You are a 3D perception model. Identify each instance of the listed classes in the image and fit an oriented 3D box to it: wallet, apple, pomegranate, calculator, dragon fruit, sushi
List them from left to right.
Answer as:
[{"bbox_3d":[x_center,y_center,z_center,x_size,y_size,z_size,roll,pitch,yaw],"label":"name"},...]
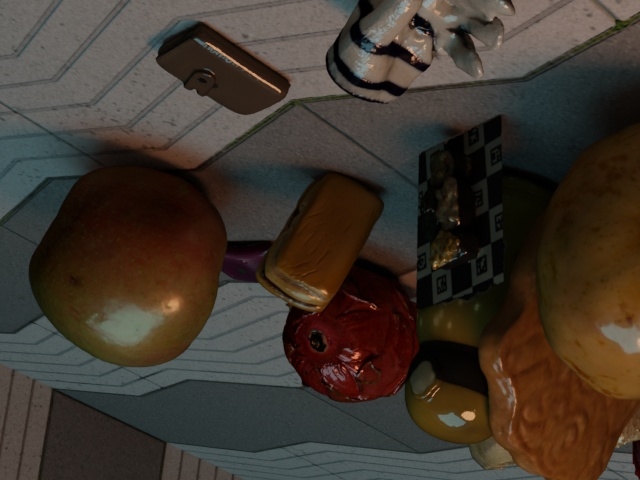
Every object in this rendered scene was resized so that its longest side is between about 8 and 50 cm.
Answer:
[{"bbox_3d":[-0.301,0.034,2.045,0.277,0.319,0.319,20,158,-12],"label":"apple"},{"bbox_3d":[-0.127,-0.213,1.688,0.153,0.038,0.118,29,154,-28],"label":"wallet"},{"bbox_3d":[-0.119,0.043,2.294,0.191,0.034,0.127,0,154,39],"label":"calculator"},{"bbox_3d":[0.057,0.154,2.163,0.241,0.252,0.240,15,124,24],"label":"dragon fruit"},{"bbox_3d":[0.152,-0.035,1.654,0.051,0.215,0.192,9,163,-27],"label":"sushi"},{"bbox_3d":[0.401,0.022,1.498,0.343,0.342,0.342,15,158,6],"label":"pomegranate"}]

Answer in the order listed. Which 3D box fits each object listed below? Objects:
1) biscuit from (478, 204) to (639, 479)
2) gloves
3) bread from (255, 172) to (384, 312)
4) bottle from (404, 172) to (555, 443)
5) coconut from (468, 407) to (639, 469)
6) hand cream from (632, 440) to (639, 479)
[{"bbox_3d":[0.344,0.130,1.712,0.062,0.365,0.385,16,155,42],"label":"biscuit"},{"bbox_3d":[0.108,-0.233,1.383,0.140,0.131,0.219,32,124,-24],"label":"gloves"},{"bbox_3d":[0.000,0.000,1.881,0.116,0.200,0.077,31,159,0],"label":"bread"},{"bbox_3d":[0.213,0.096,1.740,0.172,0.351,0.171,16,159,6],"label":"bottle"},{"bbox_3d":[0.343,0.215,2.051,0.297,0.254,0.297,-7,165,-2],"label":"coconut"},{"bbox_3d":[0.630,0.338,2.179,0.230,0.230,0.149,10,154,18],"label":"hand cream"}]
